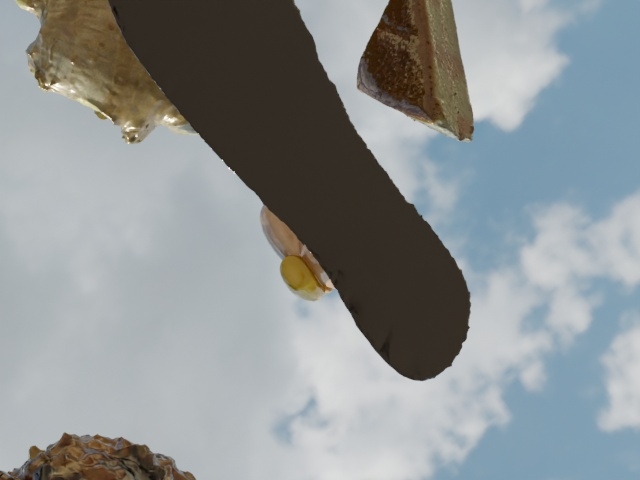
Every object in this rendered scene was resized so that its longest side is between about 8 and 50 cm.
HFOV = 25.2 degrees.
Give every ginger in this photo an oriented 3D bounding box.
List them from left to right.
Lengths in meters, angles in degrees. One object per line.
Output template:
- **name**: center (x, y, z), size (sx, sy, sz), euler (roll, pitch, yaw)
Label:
- **ginger**: center (-0.179, -0.176, 1.281), size (0.216, 0.102, 0.157), euler (25, -91, -11)

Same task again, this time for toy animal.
- **toy animal**: center (0.000, 0.000, 1.325), size (0.091, 0.082, 0.114), euler (28, -148, -57)

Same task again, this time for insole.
- **insole**: center (-0.014, -0.046, 0.561), size (0.253, 0.005, 0.086), euler (55, -130, -19)

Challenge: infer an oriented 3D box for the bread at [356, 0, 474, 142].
- **bread**: center (0.051, -0.096, 0.823), size (0.043, 0.062, 0.109), euler (20, -127, -46)

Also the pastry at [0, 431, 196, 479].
- **pastry**: center (-0.207, 0.349, 1.256), size (0.292, 0.337, 0.405), euler (-8, -121, 2)
